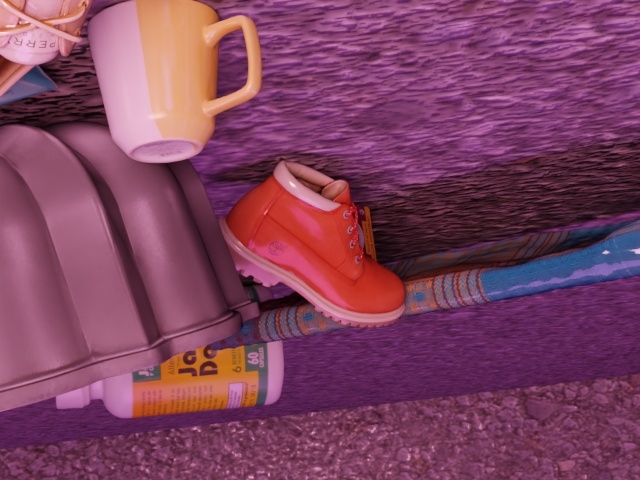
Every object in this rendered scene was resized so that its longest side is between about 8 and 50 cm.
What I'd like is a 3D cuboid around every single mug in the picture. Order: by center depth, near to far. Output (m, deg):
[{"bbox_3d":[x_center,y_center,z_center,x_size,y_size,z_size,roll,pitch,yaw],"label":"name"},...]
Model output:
[{"bbox_3d":[-0.071,-0.073,0.599,0.062,0.064,0.078,2,164,-33],"label":"mug"}]

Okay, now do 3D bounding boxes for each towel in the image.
[{"bbox_3d":[0.124,0.024,1.062,0.370,0.040,0.271,-12,-179,25],"label":"towel"}]

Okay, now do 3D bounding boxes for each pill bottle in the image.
[{"bbox_3d":[-0.146,0.106,1.227,0.208,0.117,0.117,-3,167,-12],"label":"pill bottle"}]

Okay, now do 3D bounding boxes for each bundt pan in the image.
[{"bbox_3d":[-0.206,0.016,0.675,0.331,0.124,0.331,-13,-177,1],"label":"bundt pan"}]

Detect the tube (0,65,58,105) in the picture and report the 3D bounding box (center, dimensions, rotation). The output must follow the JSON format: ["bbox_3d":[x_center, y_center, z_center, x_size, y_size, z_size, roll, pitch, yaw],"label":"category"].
[{"bbox_3d":[-0.232,-0.065,0.605,0.207,0.052,0.080,-11,177,-3],"label":"tube"}]

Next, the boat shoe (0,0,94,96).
[{"bbox_3d":[-0.112,-0.094,0.496,0.063,0.059,0.170,1,165,-32],"label":"boat shoe"}]

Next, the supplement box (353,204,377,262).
[{"bbox_3d":[0.000,0.000,0.982,0.043,0.055,0.083,-17,165,38],"label":"supplement box"}]

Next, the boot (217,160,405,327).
[{"bbox_3d":[0.011,0.003,0.890,0.158,0.059,0.084,27,113,-32],"label":"boot"}]
